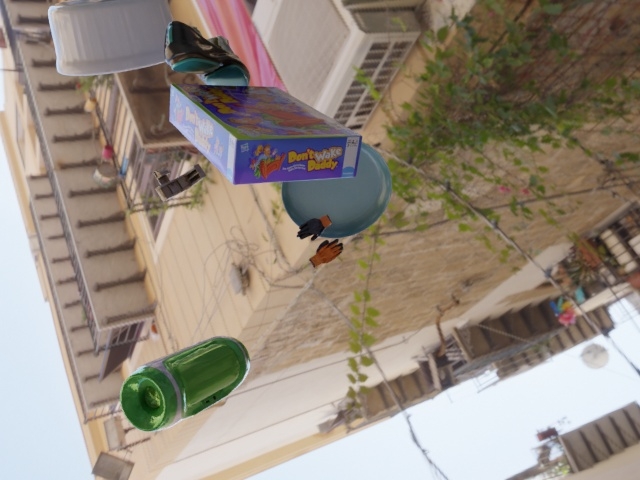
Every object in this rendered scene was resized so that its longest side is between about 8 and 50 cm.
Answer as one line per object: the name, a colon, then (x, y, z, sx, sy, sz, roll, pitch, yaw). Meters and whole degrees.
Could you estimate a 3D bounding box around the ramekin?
ramekin: (-0.450, -0.461, 1.315, 0.276, 0.135, 0.277, -5, -152, 2)

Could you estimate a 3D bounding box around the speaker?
speaker: (-0.260, 0.279, 1.209, 0.131, 0.131, 0.296, 51, -159, 12)

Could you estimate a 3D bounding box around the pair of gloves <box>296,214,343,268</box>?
pair of gloves: (0.000, 0.000, 1.072, 0.074, 0.010, 0.083, -29, -88, -23)

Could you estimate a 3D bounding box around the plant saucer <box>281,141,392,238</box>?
plant saucer: (0.045, -0.152, 1.719, 0.317, 0.318, 0.044, 16, -153, -16)

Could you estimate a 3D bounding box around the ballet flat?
ballet flat: (-0.215, -0.362, 1.180, 0.280, 0.095, 0.096, -3, -102, -76)

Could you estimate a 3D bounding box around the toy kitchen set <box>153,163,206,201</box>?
toy kitchen set: (-0.313, -0.140, 1.307, 0.068, 0.075, 0.083, 58, -143, -6)

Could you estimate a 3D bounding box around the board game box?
board game box: (-0.115, -0.207, 1.112, 0.233, 0.078, 0.347, -7, -150, -30)
